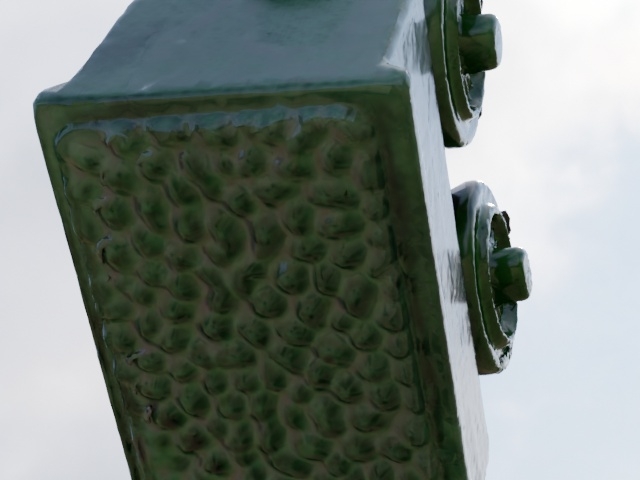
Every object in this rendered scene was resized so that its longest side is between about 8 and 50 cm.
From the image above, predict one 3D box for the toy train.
[{"bbox_3d":[0.000,0.000,0.702,0.145,0.202,0.266,-2,-59,15],"label":"toy train"}]
